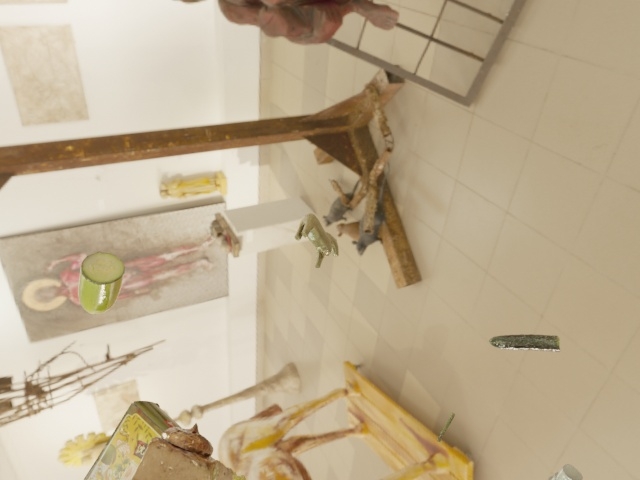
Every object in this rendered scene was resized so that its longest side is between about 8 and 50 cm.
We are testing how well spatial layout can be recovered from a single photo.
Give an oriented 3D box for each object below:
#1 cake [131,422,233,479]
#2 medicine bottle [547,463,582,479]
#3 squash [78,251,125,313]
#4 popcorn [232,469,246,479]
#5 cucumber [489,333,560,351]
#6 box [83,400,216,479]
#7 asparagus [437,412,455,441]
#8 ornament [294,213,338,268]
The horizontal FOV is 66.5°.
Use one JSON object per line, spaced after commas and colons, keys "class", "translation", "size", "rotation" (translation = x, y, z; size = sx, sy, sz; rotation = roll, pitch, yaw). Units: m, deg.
{"class": "cake", "translation": [-0.323, 0.589, 1.148], "size": [0.198, 0.293, 0.196], "rotation": [11, 152, 21]}
{"class": "medicine bottle", "translation": [0.559, 0.688, 1.230], "size": [0.110, 0.110, 0.352], "rotation": [48, 136, 44]}
{"class": "squash", "translation": [-0.636, 0.140, 1.409], "size": [0.123, 0.122, 0.187], "rotation": [55, 134, 37]}
{"class": "popcorn", "translation": [-0.337, 0.765, 1.421], "size": [0.215, 0.286, 0.252], "rotation": [-117, 42, -66]}
{"class": "cucumber", "translation": [0.654, 0.327, 1.567], "size": [0.058, 0.214, 0.052], "rotation": [31, -120, -70]}
{"class": "box", "translation": [-0.604, 0.829, 1.656], "size": [0.372, 0.421, 0.138], "rotation": [27, 171, 32]}
{"class": "asparagus", "translation": [0.496, 0.740, 1.931], "size": [0.015, 0.127, 0.018], "rotation": [20, 159, 44]}
{"class": "ornament", "translation": [0.000, 0.000, 1.849], "size": [0.230, 0.061, 0.245], "rotation": [57, -155, -21]}
